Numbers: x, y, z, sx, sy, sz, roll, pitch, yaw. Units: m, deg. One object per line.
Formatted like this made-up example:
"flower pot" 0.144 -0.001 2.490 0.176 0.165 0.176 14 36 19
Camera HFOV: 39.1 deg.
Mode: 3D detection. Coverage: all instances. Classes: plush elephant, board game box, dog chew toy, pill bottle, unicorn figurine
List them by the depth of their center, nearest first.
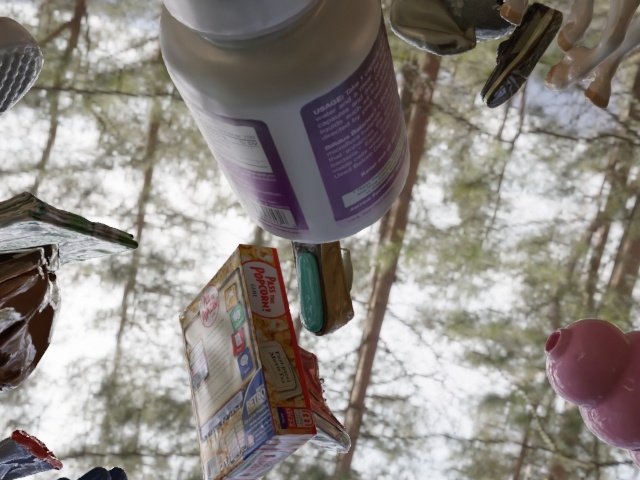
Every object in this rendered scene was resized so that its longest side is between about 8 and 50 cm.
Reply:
"unicorn figurine" 0.130 -0.109 0.353 0.060 0.111 0.162 5 -139 -37
"pill bottle" -0.027 -0.136 0.714 0.169 0.169 0.301 17 157 20
"board game box" -0.076 0.123 0.861 0.045 0.147 0.194 8 -126 -33
"plush elephant" 0.201 -0.383 1.204 0.255 0.330 0.272 47 -129 8
"dog chew toy" 0.473 0.227 1.309 0.331 0.207 0.206 30 -171 -7

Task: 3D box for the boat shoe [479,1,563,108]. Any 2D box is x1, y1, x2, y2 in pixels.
"boat shoe" 0.257 -0.244 1.186 0.049 0.152 0.056 41 -175 30

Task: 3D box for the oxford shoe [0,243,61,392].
"oxford shoe" -0.167 0.042 0.450 0.076 0.076 0.212 -7 180 -1

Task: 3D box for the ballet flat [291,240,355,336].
"ballet flat" 0.000 0.000 1.106 0.073 0.232 0.080 -14 -166 -36

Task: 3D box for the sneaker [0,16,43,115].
"sneaker" -0.406 -0.120 0.688 0.365 0.150 0.135 -26 171 -18

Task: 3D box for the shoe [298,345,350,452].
"shoe" -0.012 0.194 1.122 0.063 0.081 0.178 -8 140 42

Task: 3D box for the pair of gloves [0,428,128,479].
"pair of gloves" -0.178 0.152 0.440 0.023 0.159 0.198 57 172 23

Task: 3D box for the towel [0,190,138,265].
"towel" -0.229 -0.003 0.714 0.113 0.023 0.152 -11 168 16
